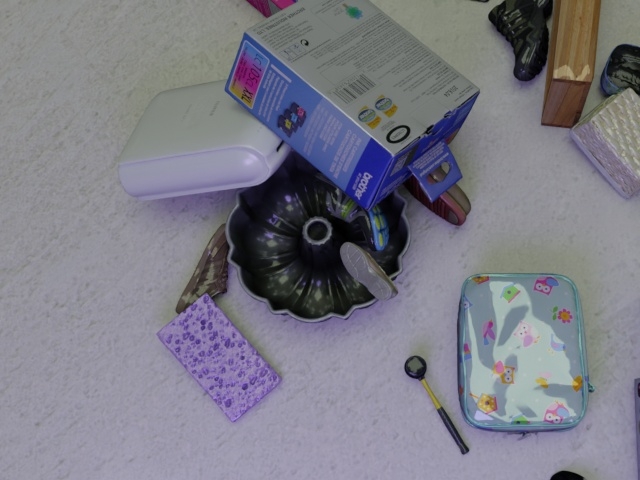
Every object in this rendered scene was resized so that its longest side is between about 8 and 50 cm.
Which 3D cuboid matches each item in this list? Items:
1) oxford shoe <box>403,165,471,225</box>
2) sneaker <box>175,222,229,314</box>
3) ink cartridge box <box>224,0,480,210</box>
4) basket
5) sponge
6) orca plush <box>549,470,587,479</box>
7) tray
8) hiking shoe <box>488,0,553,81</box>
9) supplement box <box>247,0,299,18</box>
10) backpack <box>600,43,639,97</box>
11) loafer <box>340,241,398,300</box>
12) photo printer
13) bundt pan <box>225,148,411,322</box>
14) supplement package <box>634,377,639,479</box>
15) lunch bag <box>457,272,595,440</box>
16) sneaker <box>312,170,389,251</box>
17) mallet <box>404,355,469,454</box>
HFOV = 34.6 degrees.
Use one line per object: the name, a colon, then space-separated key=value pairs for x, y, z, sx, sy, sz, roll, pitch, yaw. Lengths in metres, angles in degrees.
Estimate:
oxford shoe: x=0.180 y=-0.182 z=1.884 sx=0.130 sy=0.123 sz=0.348 roll=-34 pitch=73 yaw=-10
sneaker: x=-0.195 y=0.063 z=1.889 sx=0.071 sy=0.066 sz=0.188 roll=27 pitch=83 yaw=-3
ink cartridge box: x=0.077 y=-0.234 z=1.736 sx=0.395 sy=0.151 sz=0.270 roll=40 pitch=51 yaw=14
basket: x=0.545 y=-0.175 z=1.827 sx=0.113 sy=0.103 sz=0.167 roll=-40 pitch=86 yaw=-6
sponge: x=-0.179 y=0.208 z=1.824 sx=0.117 sy=0.031 sz=0.210 roll=-41 pitch=86 yaw=-6
orca plush: x=0.450 y=0.504 z=1.643 sx=0.151 sy=0.102 sz=0.287 roll=-12 pitch=72 yaw=3
tray: x=0.470 y=-0.434 z=1.882 sx=0.076 sy=0.203 sz=0.410 roll=7 pitch=74 yaw=8
hiking shoe: x=0.376 y=-0.401 z=1.958 sx=0.114 sy=0.086 sz=0.226 roll=4 pitch=67 yaw=22
supplement box: x=-0.086 y=-0.509 z=2.021 sx=0.220 sy=0.114 sz=0.111 roll=42 pitch=81 yaw=15
backpack: x=0.576 y=-0.299 z=1.889 sx=0.114 sy=0.084 sz=0.105 roll=22 pitch=76 yaw=8
loafer: x=0.082 y=0.053 z=1.738 sx=0.125 sy=0.039 sz=0.045 roll=49 pitch=117 yaw=20
photo printer: x=-0.185 y=-0.192 z=1.852 sx=0.308 sy=0.107 sz=0.256 roll=-6 pitch=39 yaw=22
bundt pan: x=0.000 y=0.000 z=1.844 sx=0.331 sy=0.124 sz=0.330 roll=-2 pitch=73 yaw=6
supplement package: x=0.619 y=0.345 z=1.638 sx=0.204 sy=0.145 sz=0.261 roll=-1 pitch=79 yaw=7
lunch bag: x=0.346 y=0.197 z=1.750 sx=0.224 sy=0.108 sz=0.279 roll=-1 pitch=73 yaw=4
sneaker: x=0.053 y=-0.056 z=1.766 sx=0.078 sy=0.067 sz=0.188 roll=-39 pitch=73 yaw=16
mallet: x=0.202 y=0.284 z=1.782 sx=0.039 sy=0.062 sz=0.189 roll=-30 pitch=86 yaw=-2
